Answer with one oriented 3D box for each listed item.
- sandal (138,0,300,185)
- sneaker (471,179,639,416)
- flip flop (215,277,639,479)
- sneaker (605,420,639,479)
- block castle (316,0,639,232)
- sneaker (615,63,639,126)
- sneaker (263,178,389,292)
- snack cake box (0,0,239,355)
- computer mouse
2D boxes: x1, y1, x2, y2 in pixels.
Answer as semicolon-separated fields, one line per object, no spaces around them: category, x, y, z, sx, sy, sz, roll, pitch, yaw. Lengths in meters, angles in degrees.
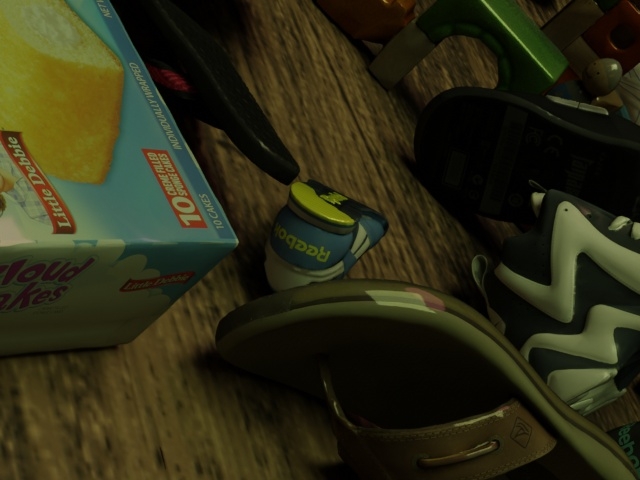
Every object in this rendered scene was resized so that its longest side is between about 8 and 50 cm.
sandal;-0.072;-0.088;0.750;0.067;0.040;0.179;29;22;-50
sneaker;0.206;0.005;0.848;0.153;0.235;0.094;62;7;23
flip flop;0.065;0.108;0.670;0.277;0.112;0.080;39;45;-28
sneaker;0.281;0.184;0.850;0.267;0.106;0.101;29;34;-33
block castle;0.185;-0.202;1.060;0.453;0.213;0.303;47;29;-2
sneaker;0.342;-0.140;1.330;0.071;0.083;0.190;-5;61;-57
sneaker;0.000;0.000;0.749;0.053;0.059;0.144;26;8;13
snack cake box;-0.167;-0.080;0.575;0.152;0.089;0.264;1;54;-54
computer mouse;0.192;-0.014;0.936;0.262;0.184;0.060;14;29;15
